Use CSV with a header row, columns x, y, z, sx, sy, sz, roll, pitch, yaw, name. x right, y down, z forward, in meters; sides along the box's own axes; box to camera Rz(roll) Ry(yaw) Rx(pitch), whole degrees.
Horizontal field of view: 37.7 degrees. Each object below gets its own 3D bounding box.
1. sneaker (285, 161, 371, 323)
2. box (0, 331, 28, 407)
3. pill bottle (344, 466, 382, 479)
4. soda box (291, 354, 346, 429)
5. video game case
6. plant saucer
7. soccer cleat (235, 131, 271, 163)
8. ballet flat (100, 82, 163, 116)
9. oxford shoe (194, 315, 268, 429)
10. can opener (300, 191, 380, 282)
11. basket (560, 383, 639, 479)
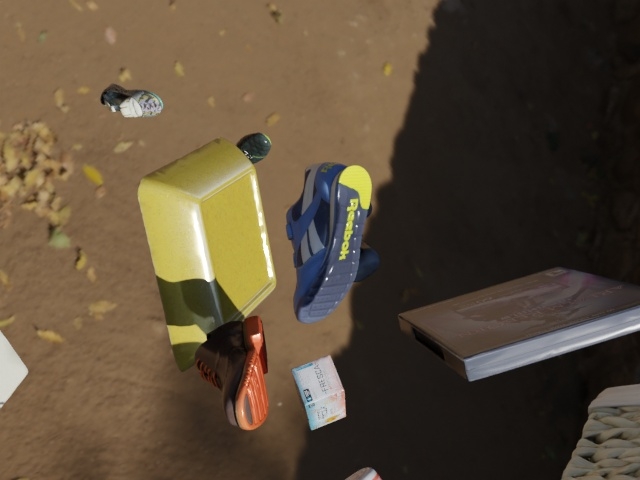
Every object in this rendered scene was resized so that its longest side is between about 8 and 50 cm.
x,y,z,sx,sy,sz,roll,pitch,yaw,name
0.000,0.000,0.804,0.053,0.059,0.144,1,107,-50,sneaker
-0.297,0.130,0.550,0.113,0.094,0.275,60,25,-21,box
0.086,0.430,1.262,0.221,0.124,0.124,53,39,5,pill bottle
-0.001,0.228,1.390,0.063,0.183,0.058,-20,68,-6,soda box
0.197,0.073,0.918,0.196,0.274,0.026,-16,94,-5,video game case
-0.172,0.011,1.621,0.333,0.081,0.333,-46,129,-64,plant saucer
-0.164,-0.156,1.841,0.060,0.179,0.072,46,46,-19,soccer cleat
-0.251,-0.177,1.219,0.041,0.114,0.041,-19,118,-40,ballet flat
-0.127,0.192,1.319,0.271,0.098,0.097,-98,180,-74,oxford shoe
0.025,-0.021,1.138,0.074,0.093,0.280,54,2,-14,can opener
0.212,0.140,0.459,0.103,0.167,0.113,-39,107,-44,basket
